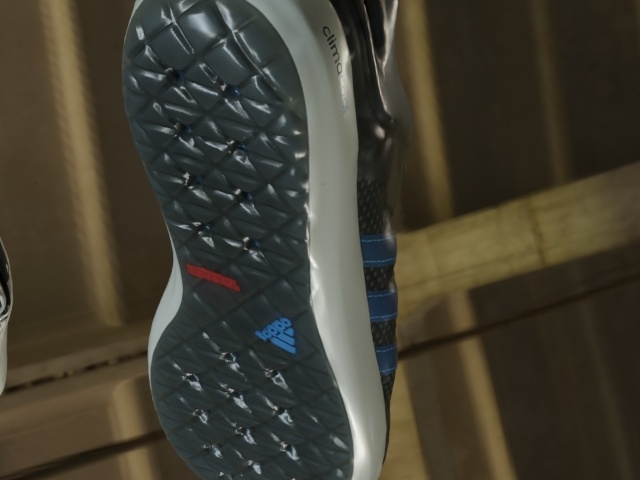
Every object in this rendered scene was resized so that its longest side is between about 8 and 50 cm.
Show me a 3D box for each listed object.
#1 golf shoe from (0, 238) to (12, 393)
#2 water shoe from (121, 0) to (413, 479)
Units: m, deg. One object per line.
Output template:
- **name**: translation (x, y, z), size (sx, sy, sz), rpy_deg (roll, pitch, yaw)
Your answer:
- **golf shoe**: translation (-0.208, 0.035, 0.842), size (0.067, 0.086, 0.186), rpy_deg (-30, -44, -26)
- **water shoe**: translation (0.000, 0.000, 0.402), size (0.080, 0.073, 0.203), rpy_deg (-50, -26, -37)
